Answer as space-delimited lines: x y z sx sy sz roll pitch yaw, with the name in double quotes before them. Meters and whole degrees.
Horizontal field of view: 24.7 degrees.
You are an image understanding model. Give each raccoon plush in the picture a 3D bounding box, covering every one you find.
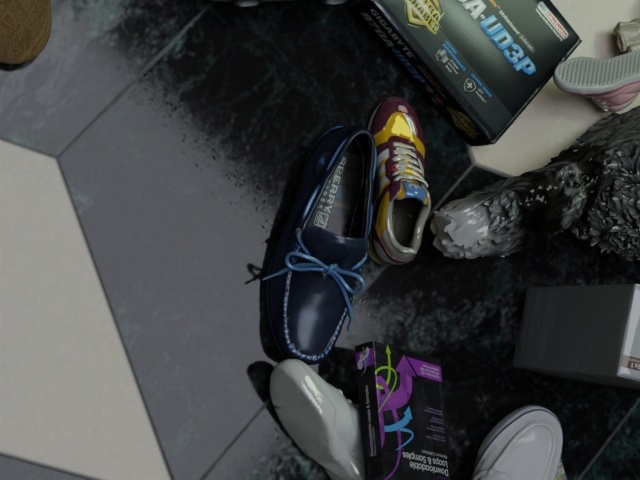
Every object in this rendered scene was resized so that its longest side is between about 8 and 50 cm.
"raccoon plush" 0.364 0.019 1.643 0.446 0.216 0.299 -20 103 1

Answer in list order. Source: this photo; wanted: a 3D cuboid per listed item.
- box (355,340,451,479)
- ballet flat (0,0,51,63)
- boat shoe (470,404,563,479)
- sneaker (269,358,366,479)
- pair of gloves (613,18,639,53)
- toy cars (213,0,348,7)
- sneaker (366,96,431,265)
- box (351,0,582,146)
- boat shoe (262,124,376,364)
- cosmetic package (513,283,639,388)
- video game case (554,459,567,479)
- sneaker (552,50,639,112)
"box" 0.088 0.194 1.522 0.116 0.029 0.162 18 61 -45
"ballet flat" -0.342 -0.342 1.411 0.116 0.124 0.343 -17 91 -21
"boat shoe" 0.193 0.294 1.557 0.095 0.084 0.258 30 79 -10
"sneaker" 0.031 0.195 1.531 0.094 0.080 0.212 -44 107 -31
"pair of gloves" 0.418 -0.306 1.738 0.204 0.042 0.240 -22 94 -22
"toy cars" 0.027 -0.367 1.578 0.176 0.087 0.394 44 75 -3
"sneaker" 0.090 -0.066 1.566 0.069 0.084 0.186 3 84 -20
"box" 0.164 -0.241 1.618 0.220 0.051 0.175 48 70 -17
"boat shoe" 0.000 0.000 1.522 0.109 0.089 0.258 8 82 -20
"cosmetic package" 0.316 0.105 1.550 0.127 0.238 0.107 14 81 -20
"video game case" 0.234 0.272 1.624 0.087 0.011 0.122 -17 91 -22
"sneaker" 0.316 -0.173 1.663 0.134 0.070 0.051 -12 57 -26
